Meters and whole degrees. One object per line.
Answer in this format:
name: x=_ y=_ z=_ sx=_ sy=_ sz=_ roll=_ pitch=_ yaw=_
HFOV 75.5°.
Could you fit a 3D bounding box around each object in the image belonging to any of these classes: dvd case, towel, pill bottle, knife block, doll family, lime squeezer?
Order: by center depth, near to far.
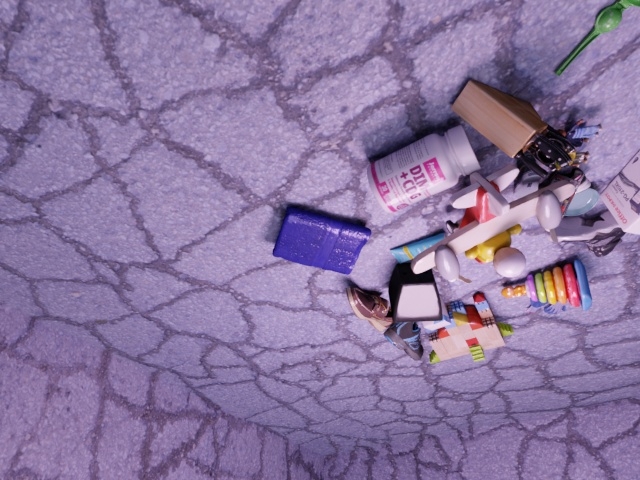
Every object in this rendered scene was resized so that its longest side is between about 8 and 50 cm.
lime squeezer: x=0.671 y=-0.487 z=0.916 sx=0.059 sy=0.109 sz=0.310 roll=2 pitch=170 yaw=-25
knife block: x=0.487 y=-0.271 z=1.037 sx=0.276 sy=0.242 sz=0.088 roll=16 pitch=134 yaw=-15
doll family: x=0.702 y=-0.265 z=1.169 sx=0.112 sy=0.076 sz=0.192 roll=0 pitch=132 yaw=7
pill bottle: x=0.290 y=-0.202 z=1.174 sx=0.283 sy=0.160 sz=0.160 roll=-24 pitch=131 yaw=24
dvd case: x=0.705 y=-0.131 z=1.225 sx=0.013 sy=0.087 sz=0.119 roll=6 pitch=112 yaw=-22
towel: x=0.000 y=0.000 z=1.465 sx=0.309 sy=0.076 sz=0.227 roll=14 pitch=128 yaw=-13

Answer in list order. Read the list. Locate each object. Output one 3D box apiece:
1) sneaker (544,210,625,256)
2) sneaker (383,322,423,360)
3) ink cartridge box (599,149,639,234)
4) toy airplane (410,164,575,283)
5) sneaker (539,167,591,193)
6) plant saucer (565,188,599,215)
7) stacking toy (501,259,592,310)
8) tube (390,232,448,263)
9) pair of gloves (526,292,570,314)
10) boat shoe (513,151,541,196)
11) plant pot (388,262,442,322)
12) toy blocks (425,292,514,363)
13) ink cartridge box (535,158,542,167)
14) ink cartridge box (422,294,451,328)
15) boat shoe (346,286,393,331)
sneaker: x=0.907 y=-0.007 z=1.409 sx=0.269 sy=0.101 sz=0.153 roll=-11 pitch=133 yaw=9
sneaker: x=0.416 y=0.447 z=1.884 sx=0.139 sy=0.125 sz=0.341 roll=-49 pitch=141 yaw=1
ink cartridge box: x=0.965 y=-0.154 z=1.203 sx=0.100 sy=0.171 sz=0.237 roll=8 pitch=136 yaw=-7
toy airplane: x=0.494 y=-0.027 z=1.179 sx=0.385 sy=0.272 sz=0.386 roll=-6 pitch=151 yaw=-38
sneaker: x=0.725 y=-0.170 z=1.281 sx=0.178 sy=0.072 sz=0.077 roll=-27 pitch=112 yaw=23
plant saucer: x=0.833 y=-0.129 z=1.341 sx=0.120 sy=0.021 sz=0.119 roll=0 pitch=137 yaw=0
stacking toy: x=0.860 y=0.185 z=1.600 sx=0.302 sy=0.165 sz=0.175 roll=-11 pitch=148 yaw=29
tube: x=0.364 y=0.028 z=1.504 sx=0.207 sy=0.052 sz=0.080 roll=-22 pitch=121 yaw=30
pair of gloves: x=0.973 y=0.263 z=1.755 sx=0.198 sy=0.023 sz=0.159 roll=9 pitch=134 yaw=-9
boat shoe: x=0.623 y=-0.196 z=1.250 sx=0.065 sy=0.083 sz=0.183 roll=-5 pitch=164 yaw=13
plant pot: x=0.362 y=0.186 z=1.581 sx=0.188 sy=0.187 sz=0.166 roll=-3 pitch=125 yaw=4
toy blocks: x=0.607 y=0.374 z=1.794 sx=0.382 sy=0.190 sz=0.260 roll=-22 pitch=120 yaw=22
ink cartridge box: x=0.619 y=-0.256 z=1.142 sx=0.029 sy=0.115 sz=0.062 roll=12 pitch=136 yaw=-11
ink cartridge box: x=0.465 y=0.286 z=1.712 sx=0.092 sy=0.143 sz=0.090 roll=-26 pitch=148 yaw=26
boat shoe: x=0.226 y=0.272 z=1.717 sx=0.123 sy=0.123 sz=0.342 roll=-29 pitch=133 yaw=18
